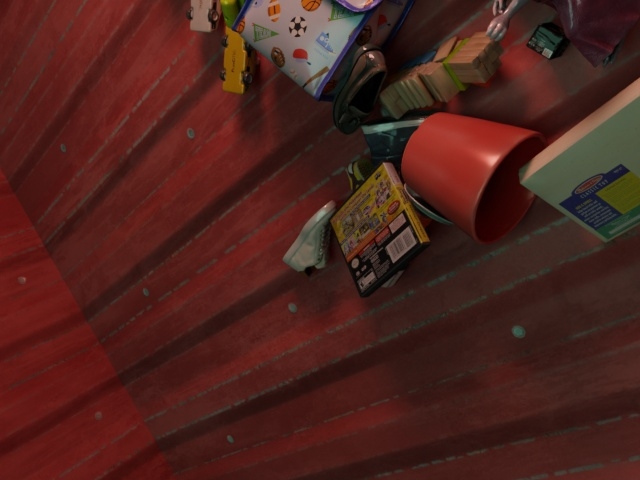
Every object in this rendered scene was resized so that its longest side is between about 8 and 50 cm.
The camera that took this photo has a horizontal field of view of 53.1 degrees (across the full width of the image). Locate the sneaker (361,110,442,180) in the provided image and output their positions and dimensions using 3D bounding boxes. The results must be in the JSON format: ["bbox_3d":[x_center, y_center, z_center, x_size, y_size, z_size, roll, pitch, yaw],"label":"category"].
[{"bbox_3d":[0.225,-0.235,1.619,0.226,0.086,0.163,-4,110,33],"label":"sneaker"}]

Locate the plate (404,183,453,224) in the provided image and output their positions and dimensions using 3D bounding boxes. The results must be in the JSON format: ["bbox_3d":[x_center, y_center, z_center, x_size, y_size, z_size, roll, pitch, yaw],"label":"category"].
[{"bbox_3d":[0.282,-0.084,1.565,0.188,0.188,0.024,38,116,19],"label":"plate"}]

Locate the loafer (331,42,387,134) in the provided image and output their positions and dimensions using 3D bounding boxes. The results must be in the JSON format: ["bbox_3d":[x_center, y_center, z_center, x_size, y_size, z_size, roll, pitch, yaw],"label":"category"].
[{"bbox_3d":[0.094,-0.341,1.535,0.267,0.096,0.084,109,142,-53],"label":"loafer"}]

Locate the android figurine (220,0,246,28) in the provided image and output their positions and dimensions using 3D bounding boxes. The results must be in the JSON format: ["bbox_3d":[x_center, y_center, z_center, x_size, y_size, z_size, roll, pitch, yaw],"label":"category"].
[{"bbox_3d":[-0.153,-0.646,1.624,0.056,0.248,0.273,40,165,15],"label":"android figurine"}]

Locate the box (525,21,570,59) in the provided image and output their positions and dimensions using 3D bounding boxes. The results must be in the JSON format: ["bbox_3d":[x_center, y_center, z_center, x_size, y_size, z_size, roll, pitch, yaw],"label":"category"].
[{"bbox_3d":[0.483,-0.420,1.349,0.062,0.083,0.052,39,128,18],"label":"box"}]

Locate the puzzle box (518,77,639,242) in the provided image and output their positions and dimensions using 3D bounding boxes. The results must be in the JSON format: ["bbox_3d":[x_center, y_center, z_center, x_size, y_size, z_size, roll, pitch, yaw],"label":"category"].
[{"bbox_3d":[0.634,-0.173,1.251,0.272,0.052,0.409,30,135,-20],"label":"puzzle box"}]

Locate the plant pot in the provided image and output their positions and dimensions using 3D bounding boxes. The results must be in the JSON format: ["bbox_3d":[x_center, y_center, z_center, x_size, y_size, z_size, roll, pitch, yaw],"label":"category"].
[{"bbox_3d":[0.337,-0.162,1.461,0.243,0.275,0.274,34,126,35],"label":"plant pot"}]

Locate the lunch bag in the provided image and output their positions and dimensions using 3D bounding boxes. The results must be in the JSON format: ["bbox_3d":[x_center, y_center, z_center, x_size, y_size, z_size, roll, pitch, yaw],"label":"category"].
[{"bbox_3d":[0.020,-0.577,1.548,0.328,0.239,0.385,43,115,15],"label":"lunch bag"}]

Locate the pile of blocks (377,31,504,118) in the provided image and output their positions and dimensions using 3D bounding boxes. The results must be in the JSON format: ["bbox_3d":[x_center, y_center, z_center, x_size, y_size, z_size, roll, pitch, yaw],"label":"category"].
[{"bbox_3d":[0.283,-0.379,1.513,0.362,0.148,0.112,-8,132,46],"label":"pile of blocks"}]

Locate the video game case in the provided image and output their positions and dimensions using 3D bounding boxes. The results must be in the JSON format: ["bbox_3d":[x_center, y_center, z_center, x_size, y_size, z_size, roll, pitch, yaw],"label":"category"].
[{"bbox_3d":[0.141,-0.025,1.640,0.275,0.035,0.248,-47,57,44],"label":"video game case"}]

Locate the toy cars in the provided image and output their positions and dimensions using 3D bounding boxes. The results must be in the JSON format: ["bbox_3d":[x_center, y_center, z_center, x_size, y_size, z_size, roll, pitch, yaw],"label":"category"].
[{"bbox_3d":[-0.272,-0.609,1.848,0.177,0.087,0.393,-31,85,35],"label":"toy cars"}]

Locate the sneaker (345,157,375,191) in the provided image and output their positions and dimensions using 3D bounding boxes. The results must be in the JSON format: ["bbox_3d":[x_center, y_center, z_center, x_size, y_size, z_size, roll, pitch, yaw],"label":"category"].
[{"bbox_3d":[0.133,-0.132,1.748,0.084,0.070,0.185,-16,100,59],"label":"sneaker"}]

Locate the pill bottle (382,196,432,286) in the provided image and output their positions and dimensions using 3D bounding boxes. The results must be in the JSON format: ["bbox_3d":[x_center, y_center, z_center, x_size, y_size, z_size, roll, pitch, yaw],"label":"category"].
[{"bbox_3d":[0.203,0.000,1.696,0.130,0.130,0.245,43,128,16],"label":"pill bottle"}]

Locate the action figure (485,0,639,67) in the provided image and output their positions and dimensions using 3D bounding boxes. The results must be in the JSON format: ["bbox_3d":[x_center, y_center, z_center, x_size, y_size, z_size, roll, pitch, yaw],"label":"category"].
[{"bbox_3d":[0.433,-0.483,1.168,0.370,0.248,0.275,26,127,-19],"label":"action figure"}]

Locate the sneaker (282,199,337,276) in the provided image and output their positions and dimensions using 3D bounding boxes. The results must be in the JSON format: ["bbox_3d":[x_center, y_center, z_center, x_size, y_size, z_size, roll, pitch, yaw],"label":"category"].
[{"bbox_3d":[0.000,0.000,1.880,0.123,0.106,0.290,40,135,6],"label":"sneaker"}]
